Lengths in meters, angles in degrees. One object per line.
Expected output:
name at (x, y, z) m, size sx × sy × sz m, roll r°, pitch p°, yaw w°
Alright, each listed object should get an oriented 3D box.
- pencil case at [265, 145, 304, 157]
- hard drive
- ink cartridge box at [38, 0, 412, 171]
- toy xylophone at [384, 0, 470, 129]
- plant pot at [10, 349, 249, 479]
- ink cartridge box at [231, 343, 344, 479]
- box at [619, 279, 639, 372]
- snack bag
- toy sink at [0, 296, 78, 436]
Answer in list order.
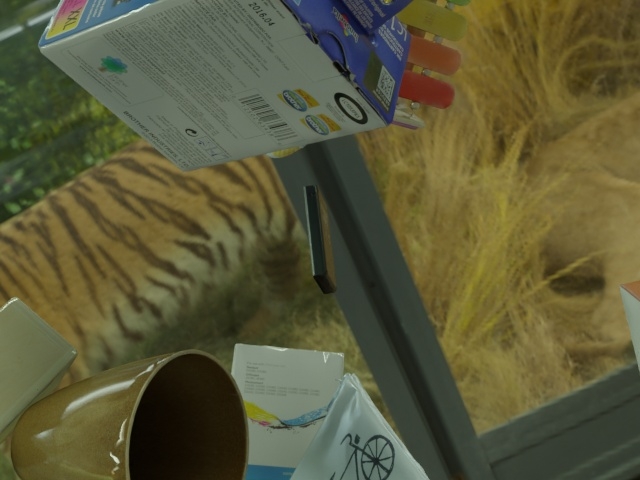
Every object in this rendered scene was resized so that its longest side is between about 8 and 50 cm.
pencil case at (-0.108, -0.258, 1.444) m, size 0.113 × 0.273 × 0.124 m, roll -36°, pitch 36°, yaw -2°
hard drive at (0.000, 0.000, 1.292) m, size 0.022 × 0.094 × 0.135 m, roll -9°, pitch 69°, yaw 7°
ink cartridge box at (-0.082, -0.235, 1.045) m, size 0.395 × 0.270 × 0.151 m, roll -7°, pitch 56°, yaw 36°
toy xylophone at (0.117, -0.326, 1.300) m, size 0.236 × 0.323 × 0.081 m, roll -1°, pitch 22°, yaw -36°
plant pot at (-0.261, 0.259, 1.145) m, size 0.254 × 0.237 × 0.237 m, roll -5°, pitch 33°, yaw 29°
ink cartridge box at (-0.069, 0.344, 1.585) m, size 0.197 × 0.198 × 0.270 m, roll 5°, pitch 63°, yaw -2°
box at (0.483, 0.094, 0.812) m, size 0.345 × 0.168 × 0.215 m, roll -16°, pitch 8°, yaw 6°
snack bag at (0.045, 0.396, 1.165) m, size 0.323 × 0.037 × 0.342 m, roll -63°, pitch 37°, yaw 18°
toy sink at (-0.472, 0.214, 1.238) m, size 0.234 × 0.131 × 0.153 m, roll -50°, pitch 3°, yaw -37°
